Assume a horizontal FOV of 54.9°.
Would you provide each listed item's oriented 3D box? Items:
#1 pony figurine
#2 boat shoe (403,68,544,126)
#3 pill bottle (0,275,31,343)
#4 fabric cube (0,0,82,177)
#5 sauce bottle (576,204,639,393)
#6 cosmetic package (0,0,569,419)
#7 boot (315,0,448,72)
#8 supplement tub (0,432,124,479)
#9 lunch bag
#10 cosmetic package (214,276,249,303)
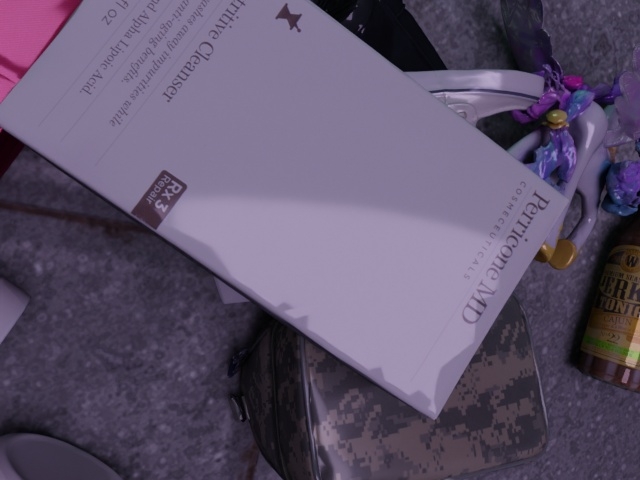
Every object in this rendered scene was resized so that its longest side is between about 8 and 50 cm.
[{"bbox_3d":[0.340,-0.147,0.817,0.363,0.302,0.351,-51,143,-12],"label":"pony figurine"},{"bbox_3d":[0.120,-0.138,0.668,0.267,0.096,0.088,-7,102,-20],"label":"boat shoe"},{"bbox_3d":[-0.437,0.022,0.562,0.301,0.169,0.169,39,82,-21],"label":"pill bottle"},{"bbox_3d":[-0.350,-0.189,0.521,0.254,0.258,0.259,36,83,-23],"label":"fabric cube"},{"bbox_3d":[0.500,0.058,0.966,0.111,0.111,0.345,16,89,-22],"label":"sauce bottle"},{"bbox_3d":[-0.024,-0.052,0.516,0.385,0.156,0.217,33,81,-5],"label":"cosmetic package"},{"bbox_3d":[0.088,-0.273,0.771,0.207,0.094,0.247,39,51,-42],"label":"boot"},{"bbox_3d":[-0.332,0.361,0.634,0.191,0.191,0.272,35,83,-22],"label":"supplement tub"},{"bbox_3d":[0.064,0.172,0.731,0.305,0.256,0.213,-5,77,-23],"label":"lunch bag"},{"bbox_3d":[0.000,0.000,0.699,0.231,0.117,0.086,-8,117,13],"label":"cosmetic package"}]
